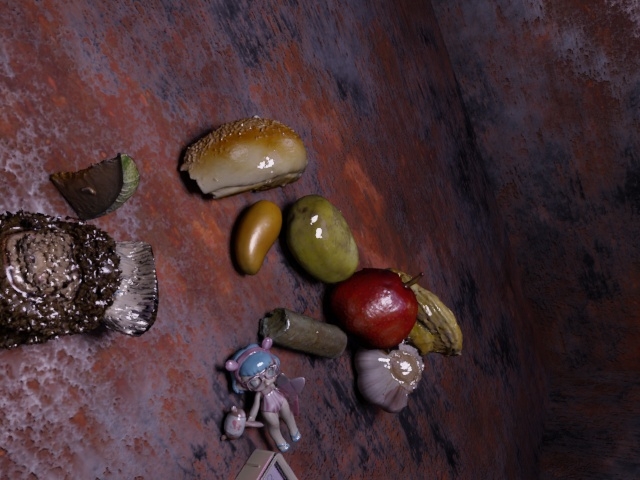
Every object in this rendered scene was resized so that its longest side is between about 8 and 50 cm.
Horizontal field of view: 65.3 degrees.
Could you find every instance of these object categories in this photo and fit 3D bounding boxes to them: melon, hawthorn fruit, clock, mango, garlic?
[{"bbox_3d":[-0.347,-0.088,0.808,0.098,0.182,0.054,59,39,-33],"label":"melon"},{"bbox_3d":[0.170,0.171,1.344,0.230,0.266,0.210,52,17,-21],"label":"hawthorn fruit"},{"bbox_3d":[-0.128,0.556,1.036,0.192,0.071,0.146,-49,121,-48],"label":"clock"},{"bbox_3d":[-0.149,-0.011,1.152,0.102,0.085,0.183,45,57,-44],"label":"mango"},{"bbox_3d":[0.216,0.362,1.465,0.206,0.207,0.256,66,33,-18],"label":"garlic"}]

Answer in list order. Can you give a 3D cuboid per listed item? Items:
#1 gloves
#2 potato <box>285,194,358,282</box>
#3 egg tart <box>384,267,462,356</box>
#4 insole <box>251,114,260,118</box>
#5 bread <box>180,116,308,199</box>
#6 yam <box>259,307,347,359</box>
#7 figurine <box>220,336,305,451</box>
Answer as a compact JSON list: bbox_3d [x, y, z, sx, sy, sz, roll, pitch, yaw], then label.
[{"bbox_3d":[-0.389,0.061,0.745,0.312,0.135,0.210,26,61,-49],"label":"gloves"},{"bbox_3d":[0.001,-0.001,1.299,0.228,0.149,0.196,37,66,-42],"label":"potato"},{"bbox_3d":[0.281,0.242,1.537,0.150,0.352,0.351,-37,117,-11],"label":"egg tart"},{"bbox_3d":[-0.121,-0.248,1.313,0.192,0.010,0.063,50,45,-36],"label":"insole"},{"bbox_3d":[-0.140,-0.189,1.112,0.314,0.192,0.171,-20,99,-55],"label":"bread"},{"bbox_3d":[-0.038,0.230,1.233,0.259,0.093,0.093,30,58,-48],"label":"yam"},{"bbox_3d":[-0.133,0.348,1.081,0.206,0.103,0.259,-27,109,-17],"label":"figurine"}]
